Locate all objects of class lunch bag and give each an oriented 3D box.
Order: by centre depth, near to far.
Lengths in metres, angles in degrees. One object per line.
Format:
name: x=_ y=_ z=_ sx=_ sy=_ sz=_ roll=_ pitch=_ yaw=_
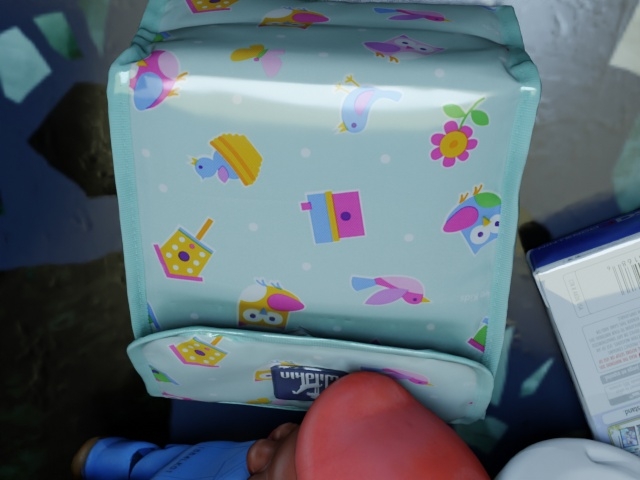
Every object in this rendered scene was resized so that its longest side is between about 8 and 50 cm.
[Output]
lunch bag: x=0.000 y=0.000 z=0.623 sx=0.223 sy=0.160 sz=0.262 roll=4 pitch=119 yaw=1

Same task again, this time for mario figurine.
mario figurine: x=-0.037 y=0.186 z=0.615 sx=0.320 sy=0.198 sz=0.170 roll=-12 pitch=136 yaw=37

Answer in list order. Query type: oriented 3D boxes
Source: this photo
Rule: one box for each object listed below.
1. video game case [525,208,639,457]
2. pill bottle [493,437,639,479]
video game case: x=0.297 y=0.076 z=0.658 sx=0.269 sy=0.061 sz=0.244 roll=-20 pitch=100 yaw=10
pill bottle: x=0.122 y=0.262 z=0.654 sx=0.152 sy=0.152 sz=0.272 roll=23 pitch=126 yaw=0
